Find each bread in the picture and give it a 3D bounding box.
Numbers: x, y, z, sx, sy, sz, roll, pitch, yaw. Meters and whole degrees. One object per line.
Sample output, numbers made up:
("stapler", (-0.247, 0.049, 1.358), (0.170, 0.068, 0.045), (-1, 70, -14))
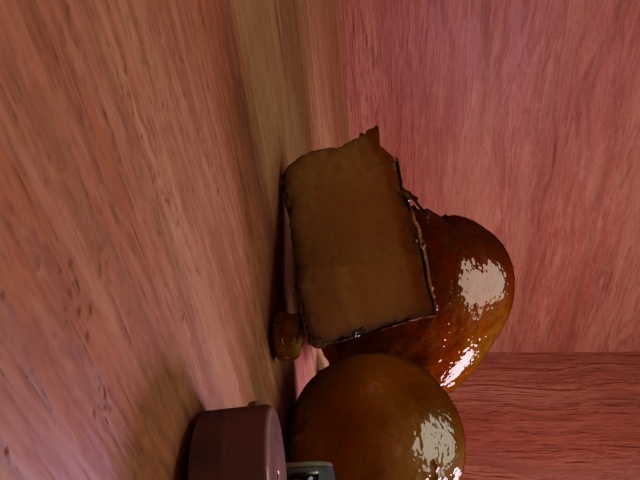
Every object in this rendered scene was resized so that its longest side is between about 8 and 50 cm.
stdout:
("bread", (0.061, -0.005, 1.046), (0.279, 0.248, 0.315), (-80, 151, -78))
("bread", (-0.054, 0.153, 1.019), (0.083, 0.046, 0.081), (71, 20, -72))

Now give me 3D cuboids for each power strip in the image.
("power strip", (-0.078, 0.239, 0.626), (0.154, 0.078, 0.154), (-7, 90, -88))

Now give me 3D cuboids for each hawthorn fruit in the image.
("hawthorn fruit", (0.173, 0.132, 1.388), (0.472, 0.472, 0.472), (-2, 90, -83))

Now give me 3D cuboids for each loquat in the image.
("loquat", (0.097, 0.362, 1.125), (0.328, 0.328, 0.328), (-2, 90, -83))

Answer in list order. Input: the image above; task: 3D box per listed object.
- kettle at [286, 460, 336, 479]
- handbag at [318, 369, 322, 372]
("kettle", (-0.034, 0.411, 0.794), (0.210, 0.160, 0.243), (113, -25, -61))
("handbag", (0.036, 0.413, 1.611), (0.193, 0.072, 0.151), (76, 14, -68))
